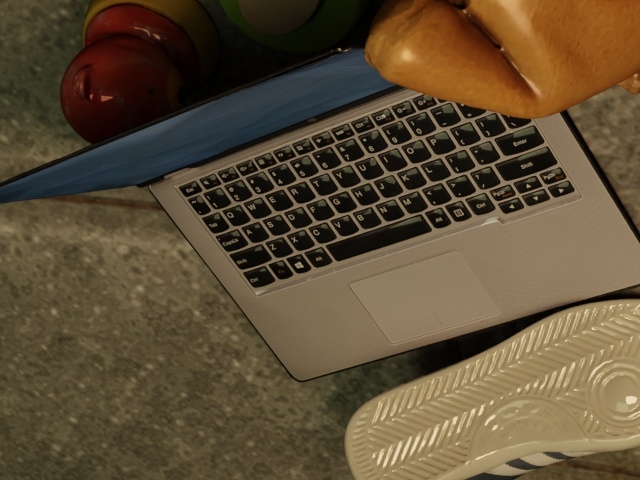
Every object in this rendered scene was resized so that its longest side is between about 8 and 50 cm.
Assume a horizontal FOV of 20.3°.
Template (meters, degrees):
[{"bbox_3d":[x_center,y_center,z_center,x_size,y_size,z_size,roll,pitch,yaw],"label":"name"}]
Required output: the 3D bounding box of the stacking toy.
[{"bbox_3d":[-0.128,-0.212,1.377,0.279,0.130,0.309,-6,128,30],"label":"stacking toy"}]

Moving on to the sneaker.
[{"bbox_3d":[0.199,0.142,1.580,0.350,0.131,0.148,-16,167,16],"label":"sneaker"}]

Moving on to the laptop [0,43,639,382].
[{"bbox_3d":[0.000,0.000,1.423,0.382,0.236,0.408,-18,121,31],"label":"laptop"}]

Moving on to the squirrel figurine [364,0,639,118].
[{"bbox_3d":[0.219,-0.275,1.107,0.397,0.281,0.370,17,124,-23],"label":"squirrel figurine"}]
